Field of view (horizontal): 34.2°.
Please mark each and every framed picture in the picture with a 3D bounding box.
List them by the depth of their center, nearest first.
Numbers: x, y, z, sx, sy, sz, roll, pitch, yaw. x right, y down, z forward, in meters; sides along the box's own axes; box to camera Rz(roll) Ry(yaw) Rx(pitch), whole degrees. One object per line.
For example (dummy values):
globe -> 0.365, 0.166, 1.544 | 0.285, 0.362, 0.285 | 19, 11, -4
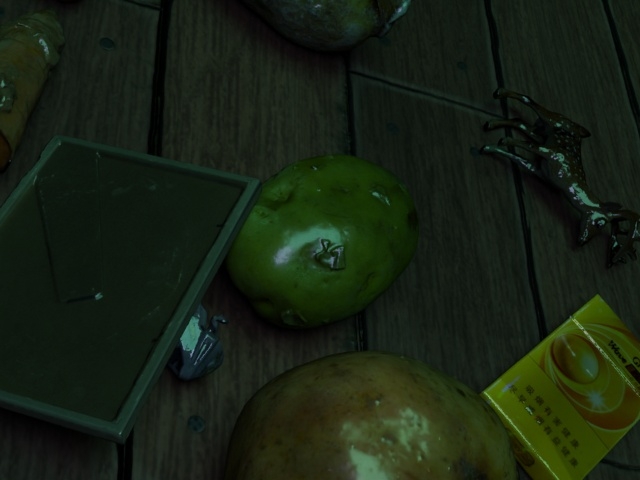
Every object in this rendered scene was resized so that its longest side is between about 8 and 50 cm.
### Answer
framed picture -> -0.230, 0.029, 1.022 | 0.247, 0.022, 0.335 | 13, 48, 13

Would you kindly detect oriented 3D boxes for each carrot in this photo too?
carrot -> -0.338, -0.184, 1.147 | 0.102, 0.102, 0.263 | 27, 43, -11

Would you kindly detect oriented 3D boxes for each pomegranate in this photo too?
pomegranate -> 0.043, 0.229, 0.953 | 0.281, 0.281, 0.281 | 15, 52, -20

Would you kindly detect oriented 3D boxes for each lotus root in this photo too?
lotus root -> -0.047, -0.374, 1.397 | 0.349, 0.175, 0.175 | 35, 48, 2

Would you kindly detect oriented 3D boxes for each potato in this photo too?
potato -> 0.000, 0.000, 1.164 | 0.253, 0.148, 0.186 | -16, 50, -35

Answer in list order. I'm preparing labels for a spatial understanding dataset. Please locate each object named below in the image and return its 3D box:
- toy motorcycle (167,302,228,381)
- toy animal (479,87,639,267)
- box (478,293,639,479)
toy motorcycle -> -0.148, 0.059, 1.081 | 0.122, 0.080, 0.215 | 21, 48, -14
toy animal -> 0.356, -0.103, 1.483 | 0.260, 0.087, 0.243 | 23, 51, -11
box -> 0.314, 0.186, 1.280 | 0.269, 0.043, 0.152 | -29, 76, -40
